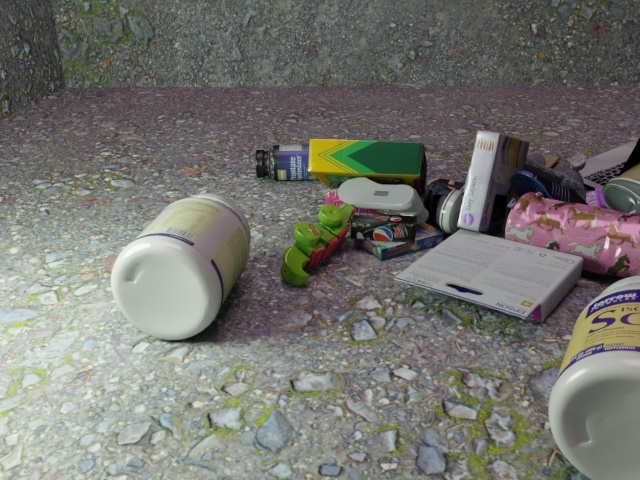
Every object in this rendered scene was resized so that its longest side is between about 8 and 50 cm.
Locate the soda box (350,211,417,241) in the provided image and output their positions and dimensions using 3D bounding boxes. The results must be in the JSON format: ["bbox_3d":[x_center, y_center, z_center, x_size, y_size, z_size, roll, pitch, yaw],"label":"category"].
[{"bbox_3d":[0.166,-0.035,1.813,0.169,0.053,0.060,4,26,12],"label":"soda box"}]

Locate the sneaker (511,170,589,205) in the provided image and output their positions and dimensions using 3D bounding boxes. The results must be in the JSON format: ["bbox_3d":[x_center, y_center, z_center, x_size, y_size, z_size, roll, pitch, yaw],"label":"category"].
[{"bbox_3d":[0.612,-0.114,1.824,0.232,0.081,0.090,39,47,8],"label":"sneaker"}]

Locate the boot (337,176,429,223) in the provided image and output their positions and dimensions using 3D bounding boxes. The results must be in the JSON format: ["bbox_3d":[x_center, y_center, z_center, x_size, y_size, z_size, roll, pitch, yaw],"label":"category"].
[{"bbox_3d":[0.172,-0.097,1.899,0.258,0.123,0.095,14,66,42],"label":"boot"}]

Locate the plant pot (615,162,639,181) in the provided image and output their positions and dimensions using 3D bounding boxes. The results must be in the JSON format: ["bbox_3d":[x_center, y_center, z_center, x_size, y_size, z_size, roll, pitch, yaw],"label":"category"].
[{"bbox_3d":[0.950,-0.140,1.901,0.274,0.256,0.256,-15,23,7],"label":"plant pot"}]

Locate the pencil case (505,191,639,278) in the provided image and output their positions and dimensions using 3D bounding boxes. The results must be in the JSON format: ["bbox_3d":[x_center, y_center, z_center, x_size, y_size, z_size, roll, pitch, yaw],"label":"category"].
[{"bbox_3d":[0.650,-0.012,1.685,0.386,0.167,0.160,15,30,31],"label":"pencil case"}]

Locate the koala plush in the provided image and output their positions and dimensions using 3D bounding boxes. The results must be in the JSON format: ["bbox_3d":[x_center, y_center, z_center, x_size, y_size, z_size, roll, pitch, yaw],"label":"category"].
[{"bbox_3d":[0.684,-0.147,1.977,0.203,0.196,0.221,26,33,31],"label":"koala plush"}]

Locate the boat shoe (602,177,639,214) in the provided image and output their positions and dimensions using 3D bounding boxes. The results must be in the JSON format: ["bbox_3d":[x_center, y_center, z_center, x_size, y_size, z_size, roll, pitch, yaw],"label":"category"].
[{"bbox_3d":[0.822,-0.048,1.754,0.099,0.116,0.319,-14,48,-23],"label":"boat shoe"}]

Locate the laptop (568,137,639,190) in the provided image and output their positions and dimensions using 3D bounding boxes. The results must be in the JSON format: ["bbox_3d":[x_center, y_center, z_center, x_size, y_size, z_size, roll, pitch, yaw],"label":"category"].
[{"bbox_3d":[0.985,-0.312,2.090,0.382,0.236,0.408,-21,26,-11],"label":"laptop"}]

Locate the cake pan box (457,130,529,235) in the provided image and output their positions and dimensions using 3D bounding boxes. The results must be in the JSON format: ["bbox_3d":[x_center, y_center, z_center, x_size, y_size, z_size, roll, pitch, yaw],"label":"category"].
[{"bbox_3d":[0.458,-0.147,1.828,0.070,0.266,0.246,17,9,35],"label":"cake pan box"}]

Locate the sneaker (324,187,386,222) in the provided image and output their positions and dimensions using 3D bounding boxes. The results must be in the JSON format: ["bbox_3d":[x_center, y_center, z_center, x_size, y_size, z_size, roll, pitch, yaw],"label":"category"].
[{"bbox_3d":[0.139,-0.108,2.025,0.252,0.103,0.111,8,21,6],"label":"sneaker"}]

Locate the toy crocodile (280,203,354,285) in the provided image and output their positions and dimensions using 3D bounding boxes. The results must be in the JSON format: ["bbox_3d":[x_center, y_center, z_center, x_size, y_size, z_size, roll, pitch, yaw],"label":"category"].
[{"bbox_3d":[0.000,0.000,1.767,0.105,0.115,0.340,35,36,12],"label":"toy crocodile"}]

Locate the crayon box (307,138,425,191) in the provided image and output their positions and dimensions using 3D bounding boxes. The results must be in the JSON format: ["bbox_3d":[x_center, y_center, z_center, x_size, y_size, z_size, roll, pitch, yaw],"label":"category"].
[{"bbox_3d":[0.152,-0.217,2.057,0.313,0.106,0.363,4,-4,11],"label":"crayon box"}]

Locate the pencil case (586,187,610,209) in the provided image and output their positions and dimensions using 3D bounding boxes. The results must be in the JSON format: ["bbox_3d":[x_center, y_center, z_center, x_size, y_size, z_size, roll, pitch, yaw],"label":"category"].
[{"bbox_3d":[0.762,-0.070,1.904,0.086,0.088,0.206,5,24,12],"label":"pencil case"}]

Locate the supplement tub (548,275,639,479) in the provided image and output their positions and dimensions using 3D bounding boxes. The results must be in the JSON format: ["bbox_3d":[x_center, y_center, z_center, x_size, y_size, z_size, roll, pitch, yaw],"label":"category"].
[{"bbox_3d":[0.516,0.215,1.107,0.241,0.241,0.331,11,27,25],"label":"supplement tub"}]

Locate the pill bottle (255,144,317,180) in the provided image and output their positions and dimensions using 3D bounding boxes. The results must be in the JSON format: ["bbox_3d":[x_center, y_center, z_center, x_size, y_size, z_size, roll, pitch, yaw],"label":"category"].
[{"bbox_3d":[-0.106,-0.262,2.333,0.219,0.122,0.123,-2,24,1],"label":"pill bottle"}]

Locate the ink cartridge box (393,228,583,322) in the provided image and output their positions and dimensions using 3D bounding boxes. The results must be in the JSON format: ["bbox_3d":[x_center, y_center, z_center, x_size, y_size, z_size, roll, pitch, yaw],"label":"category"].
[{"bbox_3d":[0.389,0.088,1.601,0.324,0.071,0.330,16,33,36],"label":"ink cartridge box"}]

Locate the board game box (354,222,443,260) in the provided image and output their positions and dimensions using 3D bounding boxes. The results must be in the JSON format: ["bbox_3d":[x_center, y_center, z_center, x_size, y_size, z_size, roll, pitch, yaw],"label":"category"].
[{"bbox_3d":[0.210,-0.008,1.861,0.201,0.035,0.136,-14,28,-26],"label":"board game box"}]

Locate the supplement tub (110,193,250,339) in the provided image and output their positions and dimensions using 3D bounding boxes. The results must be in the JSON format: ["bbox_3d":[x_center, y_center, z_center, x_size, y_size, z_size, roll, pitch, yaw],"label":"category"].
[{"bbox_3d":[-0.292,0.044,1.534,0.236,0.235,0.325,3,25,10],"label":"supplement tub"}]

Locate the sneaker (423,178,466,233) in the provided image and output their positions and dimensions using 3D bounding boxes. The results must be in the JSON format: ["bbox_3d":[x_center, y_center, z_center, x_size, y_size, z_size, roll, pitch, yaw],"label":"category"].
[{"bbox_3d":[0.347,-0.100,1.951,0.128,0.126,0.321,13,16,19],"label":"sneaker"}]

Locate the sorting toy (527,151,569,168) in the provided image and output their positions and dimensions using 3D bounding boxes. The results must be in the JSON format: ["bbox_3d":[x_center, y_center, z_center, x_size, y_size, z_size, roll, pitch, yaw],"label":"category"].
[{"bbox_3d":[0.744,-0.272,2.405,0.307,0.041,0.229,15,29,33],"label":"sorting toy"}]
